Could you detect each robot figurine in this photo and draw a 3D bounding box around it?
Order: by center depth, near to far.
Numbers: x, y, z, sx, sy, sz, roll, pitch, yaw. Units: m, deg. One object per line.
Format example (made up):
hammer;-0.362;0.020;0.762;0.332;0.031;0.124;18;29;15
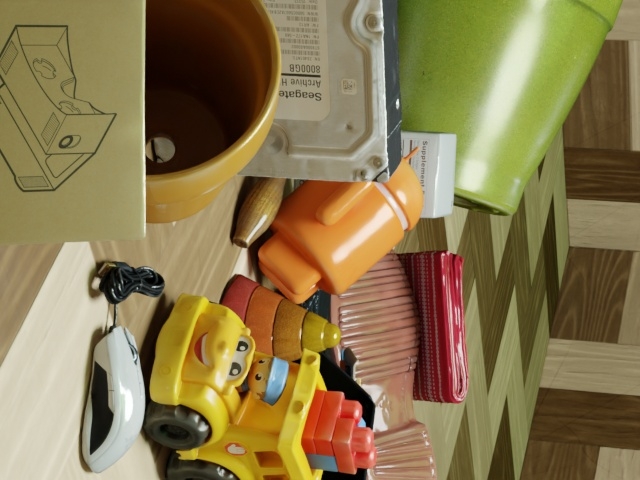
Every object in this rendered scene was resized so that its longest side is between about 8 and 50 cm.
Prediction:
robot figurine;0.028;-0.026;2.025;0.219;0.128;0.158;-42;131;-11

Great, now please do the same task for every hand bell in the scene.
hand bell;-0.037;-0.091;1.983;0.126;0.126;0.242;72;38;-53

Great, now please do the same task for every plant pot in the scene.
plant pot;-0.137;-0.107;1.447;0.188;0.205;0.205;98;2;-69
plant pot;0.197;-0.228;2.368;0.366;0.366;0.353;21;84;-74

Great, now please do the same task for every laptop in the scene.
laptop;0.025;0.185;2.098;0.264;0.136;0.234;-60;161;-53

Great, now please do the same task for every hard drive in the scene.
hard drive;-0.048;-0.223;1.618;0.064;0.236;0.339;-55;146;-61

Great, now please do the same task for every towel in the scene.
towel;0.123;0.115;2.360;0.275;0.031;0.199;175;-88;-67

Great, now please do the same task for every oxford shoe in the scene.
oxford shoe;0.044;0.176;2.312;0.140;0.146;0.397;-2;83;-31

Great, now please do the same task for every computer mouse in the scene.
computer mouse;-0.177;0.115;1.597;0.106;0.042;0.193;27;68;-74

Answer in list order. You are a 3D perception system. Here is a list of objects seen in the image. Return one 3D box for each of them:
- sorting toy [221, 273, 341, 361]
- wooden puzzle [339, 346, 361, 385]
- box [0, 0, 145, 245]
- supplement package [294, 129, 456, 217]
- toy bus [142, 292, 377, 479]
sorting toy;-0.033;0.215;1.986;0.127;0.126;0.366;-53;143;-63
wooden puzzle;0.032;0.171;2.132;0.116;0.014;0.079;-152;-114;-79
box;-0.205;-0.097;1.273;0.021;0.164;0.201;-161;-110;-64
supplement package;0.068;-0.085;2.170;0.105;0.179;0.105;-9;102;-75
toy bus;-0.051;0.168;1.752;0.220;0.211;0.149;73;27;-48
